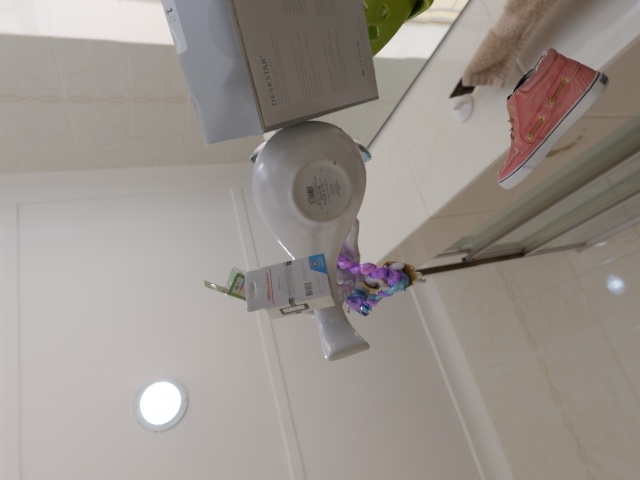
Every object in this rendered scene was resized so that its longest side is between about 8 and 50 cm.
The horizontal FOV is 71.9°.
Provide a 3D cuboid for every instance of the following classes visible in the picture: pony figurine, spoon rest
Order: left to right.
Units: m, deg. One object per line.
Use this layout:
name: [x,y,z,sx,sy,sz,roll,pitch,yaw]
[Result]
spoon rest: [0.000,0.000,0.526,0.137,0.084,0.276,-13,-76,-15]
pony figurine: [0.048,0.077,1.159,0.351,0.363,0.303,20,-109,-17]

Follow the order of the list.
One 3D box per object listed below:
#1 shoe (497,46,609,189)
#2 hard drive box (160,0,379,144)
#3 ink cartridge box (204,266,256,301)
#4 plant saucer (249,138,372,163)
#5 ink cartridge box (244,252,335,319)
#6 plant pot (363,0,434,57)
shoe: [0.263,-0.149,0.561,0.081,0.178,0.063,33,-133,5]
hard drive box: [-0.040,-0.222,0.482,0.232,0.089,0.181,-33,-64,-49]
ink cartridge box: [-0.179,0.116,1.101,0.209,0.109,0.062,23,-92,-16]
plant saucer: [-0.026,-0.229,1.153,0.317,0.317,0.044,-1,-91,-21]
ink cartridge box: [-0.031,0.048,0.443,0.083,0.028,0.048,-13,-124,4]
plant pot: [0.044,-0.420,0.745,0.207,0.227,0.228,-37,-72,0]
